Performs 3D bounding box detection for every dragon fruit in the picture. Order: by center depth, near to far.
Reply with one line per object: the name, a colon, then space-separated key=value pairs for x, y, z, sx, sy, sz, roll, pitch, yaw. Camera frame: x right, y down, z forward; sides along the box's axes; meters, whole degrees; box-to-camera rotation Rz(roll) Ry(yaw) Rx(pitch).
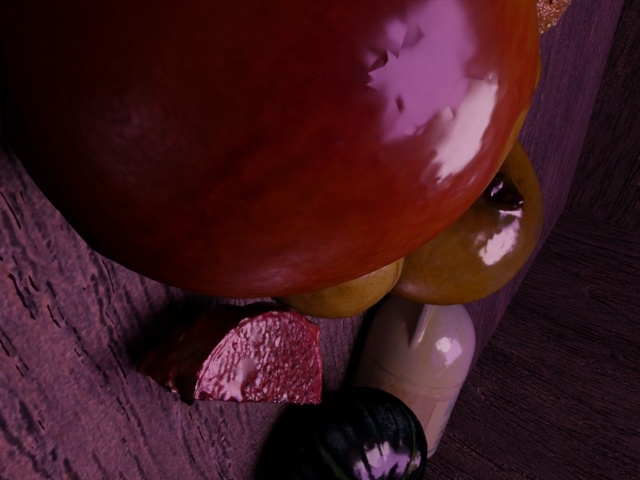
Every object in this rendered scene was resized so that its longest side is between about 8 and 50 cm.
dragon fruit: x=-0.119 y=0.133 z=0.873 sx=0.274 sy=0.161 sz=0.126 roll=19 pitch=79 yaw=-54

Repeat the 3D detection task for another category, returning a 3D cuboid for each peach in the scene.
peach: x=-0.048 y=-0.141 z=0.484 sx=0.388 sy=0.388 sz=0.388 roll=-46 pitch=150 yaw=-38

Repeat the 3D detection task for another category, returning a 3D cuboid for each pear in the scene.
pear: x=0.000 y=0.000 z=0.908 sx=0.209 sy=0.208 sz=0.209 roll=-46 pitch=150 yaw=-38

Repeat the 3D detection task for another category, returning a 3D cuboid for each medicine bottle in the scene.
medicine bottle: x=0.209 y=0.256 z=1.525 sx=0.235 sy=0.235 sz=0.406 roll=-21 pitch=132 yaw=-58

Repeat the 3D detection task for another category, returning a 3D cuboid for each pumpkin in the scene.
pumpkin: x=0.062 y=0.429 z=1.321 sx=0.315 sy=0.238 sz=0.315 roll=-18 pitch=136 yaw=-19

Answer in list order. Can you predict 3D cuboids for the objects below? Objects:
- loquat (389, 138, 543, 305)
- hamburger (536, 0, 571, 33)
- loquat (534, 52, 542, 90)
loquat: x=0.185 y=-0.048 z=1.145 sx=0.328 sy=0.328 sz=0.359 roll=-56 pitch=-165 yaw=-21
hamburger: x=0.386 y=-0.519 z=1.247 sx=0.302 sy=0.170 sz=0.302 roll=-49 pitch=153 yaw=-35
loquat: x=0.278 y=-0.308 z=1.186 sx=0.208 sy=0.208 sz=0.208 roll=-46 pitch=150 yaw=-38
